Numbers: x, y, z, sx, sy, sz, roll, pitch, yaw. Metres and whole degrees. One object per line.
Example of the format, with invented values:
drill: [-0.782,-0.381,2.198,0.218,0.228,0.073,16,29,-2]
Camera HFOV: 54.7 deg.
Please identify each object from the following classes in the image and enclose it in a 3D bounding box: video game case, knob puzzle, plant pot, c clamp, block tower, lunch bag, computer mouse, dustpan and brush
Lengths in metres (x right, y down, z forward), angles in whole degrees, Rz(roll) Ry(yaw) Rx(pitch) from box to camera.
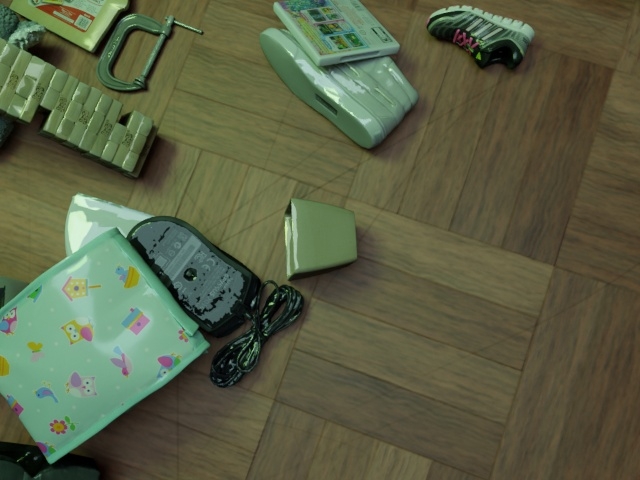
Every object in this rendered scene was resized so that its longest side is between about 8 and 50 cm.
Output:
video game case: [0.023,-0.330,0.958,0.143,0.019,0.157,-17,56,-24]
knob puzzle: [-0.404,-0.433,1.052,0.213,0.030,0.213,-1,81,5]
plant pot: [0.000,0.000,0.924,0.096,0.109,0.109,-1,81,-10]
c clamp: [-0.295,-0.314,1.030,0.137,0.022,0.160,28,83,7]
block tower: [-0.405,-0.205,0.896,0.335,0.091,0.097,25,81,-30]
lunch bag: [-0.313,0.135,0.863,0.262,0.160,0.223,-36,93,9]
computer mouse: [-0.180,0.074,0.943,0.272,0.072,0.188,42,84,-3]
dustpan and brush: [-0.346,0.049,0.966,0.147,0.060,0.211,17,76,-5]

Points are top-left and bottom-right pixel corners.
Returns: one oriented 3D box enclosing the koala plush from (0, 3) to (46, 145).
koala plush: [-0.554,-0.293,0.972,0.196,0.203,0.221,31,70,12]

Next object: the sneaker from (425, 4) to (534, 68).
sneaker: [0.247,-0.314,0.972,0.170,0.063,0.074,13,76,1]

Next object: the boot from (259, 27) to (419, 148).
boot: [0.031,-0.266,0.977,0.258,0.095,0.123,44,74,6]

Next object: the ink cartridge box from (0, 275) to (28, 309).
ink cartridge box: [-0.561,0.086,0.878,0.172,0.237,0.100,4,79,5]

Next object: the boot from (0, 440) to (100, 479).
boot: [-0.517,0.482,0.786,0.146,0.367,0.445,12,84,50]
